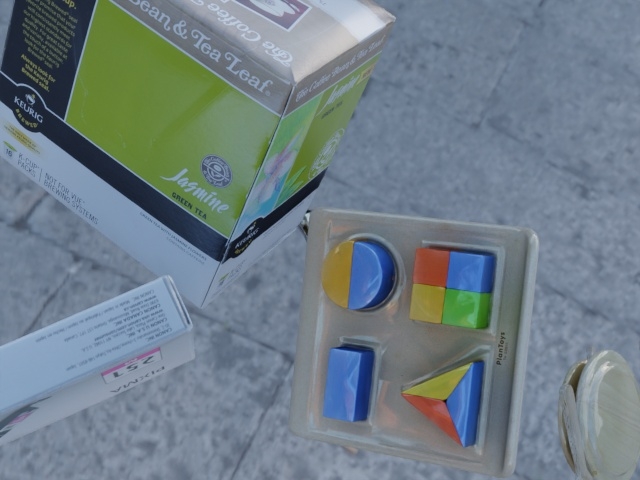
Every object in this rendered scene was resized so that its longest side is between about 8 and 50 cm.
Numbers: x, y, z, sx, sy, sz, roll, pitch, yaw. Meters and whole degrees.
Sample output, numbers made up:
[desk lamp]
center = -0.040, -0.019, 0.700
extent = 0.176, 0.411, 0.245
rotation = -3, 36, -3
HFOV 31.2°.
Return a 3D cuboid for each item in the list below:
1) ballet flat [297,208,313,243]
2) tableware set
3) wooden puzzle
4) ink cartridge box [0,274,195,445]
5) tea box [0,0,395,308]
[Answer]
[ballet flat]
center = 0.000, 0.000, 1.666
extent = 0.041, 0.041, 0.114
rotation = -21, 70, -37
[tableware set]
center = 0.181, 0.165, 0.724
extent = 0.128, 0.039, 0.194
rotation = -15, 96, -50
[wooden puzzle]
center = 0.104, 0.128, 1.511
extent = 0.347, 0.322, 0.080
rotation = 7, 2, 31
[ink cartridge box]
center = -0.249, 0.139, 1.050
extent = 0.275, 0.239, 0.060
rotation = -24, 75, -12
[tea box]
center = -0.151, -0.171, 1.248
extent = 0.329, 0.324, 0.220
rotation = 36, 41, 11
